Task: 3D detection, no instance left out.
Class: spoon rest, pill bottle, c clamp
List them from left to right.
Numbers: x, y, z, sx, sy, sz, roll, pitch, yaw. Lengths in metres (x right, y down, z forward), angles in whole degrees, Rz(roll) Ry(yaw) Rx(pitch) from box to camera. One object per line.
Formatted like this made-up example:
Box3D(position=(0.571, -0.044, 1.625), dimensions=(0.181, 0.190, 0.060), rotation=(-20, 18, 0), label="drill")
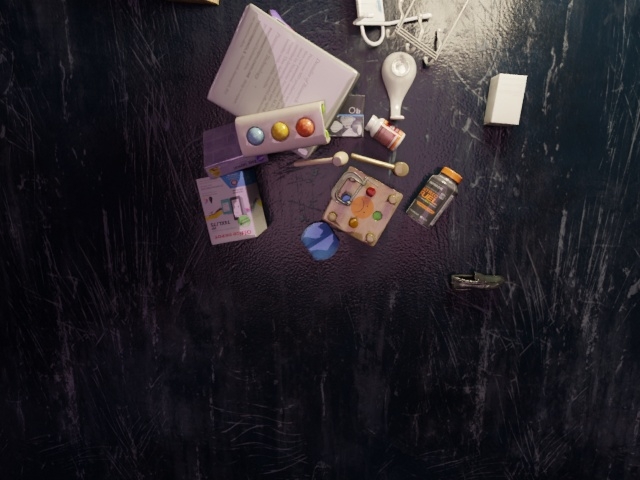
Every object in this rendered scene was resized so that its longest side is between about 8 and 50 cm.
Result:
Box3D(position=(0.126, -0.198, 1.621), dimensions=(0.137, 0.022, 0.161), rotation=(42, 101, -3), label="c clamp")
Box3D(position=(0.257, -0.436, 1.657), dimensions=(0.152, 0.086, 0.086), rotation=(33, 102, -4), label="pill bottle")
Box3D(position=(0.306, -0.609, 1.632), dimensions=(0.137, 0.084, 0.277), rotation=(5, 89, 2), label="spoon rest")
Box3D(position=(0.469, -0.175, 1.675), dimensions=(0.130, 0.130, 0.246), rotation=(33, 101, -3), label="pill bottle")

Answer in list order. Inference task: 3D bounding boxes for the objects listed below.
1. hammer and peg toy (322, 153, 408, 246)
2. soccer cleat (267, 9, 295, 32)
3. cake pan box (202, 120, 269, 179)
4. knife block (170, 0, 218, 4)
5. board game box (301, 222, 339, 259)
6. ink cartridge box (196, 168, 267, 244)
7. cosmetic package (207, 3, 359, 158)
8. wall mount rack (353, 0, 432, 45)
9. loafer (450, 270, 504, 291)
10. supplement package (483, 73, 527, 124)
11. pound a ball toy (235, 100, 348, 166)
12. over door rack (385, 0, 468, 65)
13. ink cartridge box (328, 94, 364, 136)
Box3D(position=(0.191, -0.189, 1.694), dimensions=(0.265, 0.127, 0.362), rotation=(28, 102, 0), label="hammer and peg toy")
Box3D(position=(-0.105, -0.754, 1.608), dimensions=(0.116, 0.109, 0.318), rotation=(-25, 103, 6), label="soccer cleat")
Box3D(position=(-0.341, -0.380, 1.629), dimensions=(0.245, 0.267, 0.070), rotation=(-17, 139, 0), label="cake pan box")
Box3D(position=(-0.569, -0.991, 1.609), dimensions=(0.275, 0.242, 0.088), rotation=(-6, 108, -41), label="knife block")
Box3D(position=(0.000, 0.000, 1.796), dimensions=(0.133, 0.033, 0.169), rotation=(-34, 103, 5), label="board game box")
Box3D(position=(-0.360, -0.144, 1.704), dimensions=(0.198, 0.197, 0.270), rotation=(-10, 101, 6), label="ink cartridge box")
Box3D(position=(-0.112, -0.545, 1.451), dimensions=(0.393, 0.329, 0.328), rotation=(31, 111, -5), label="cosmetic package")
Box3D(position=(0.252, -0.931, 1.540), dimensions=(0.304, 0.130, 0.350), rotation=(-15, 104, -26), label="wall mount rack")
Box3D(position=(0.671, 0.171, 1.761), dimensions=(0.223, 0.076, 0.078), rotation=(-6, 109, 9), label="loafer")
Box3D(position=(0.713, -0.539, 1.594), dimensions=(0.105, 0.105, 0.180), rotation=(6, 102, 2), label="supplement package")
Box3D(position=(-0.086, -0.310, 1.288), dimensions=(0.318, 0.136, 0.208), rotation=(-6, 110, 11), label="pound a ball toy")
Box3D(position=(0.408, -0.838, 1.485), dimensions=(0.239, 0.108, 0.324), rotation=(14, 126, -35), label="over door rack")
Box3D(position=(0.011, -0.506, 1.672), dimensions=(0.332, 0.065, 0.166), rotation=(1, 103, 5), label="ink cartridge box")
